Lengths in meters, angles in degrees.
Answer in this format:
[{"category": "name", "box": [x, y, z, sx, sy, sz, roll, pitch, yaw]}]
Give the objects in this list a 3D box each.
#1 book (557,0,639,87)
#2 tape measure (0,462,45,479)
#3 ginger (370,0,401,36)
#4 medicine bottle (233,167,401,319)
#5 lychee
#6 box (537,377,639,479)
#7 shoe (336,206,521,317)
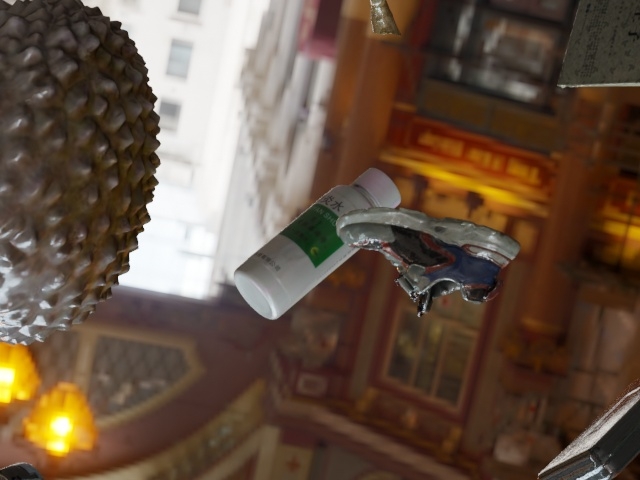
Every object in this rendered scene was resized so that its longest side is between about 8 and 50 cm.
[{"category": "book", "box": [0.295, -0.197, 1.378, 0.016, 0.138, 0.199, 23, 170, -36]}, {"category": "tape measure", "box": [-0.388, 0.337, 2.064, 0.054, 0.094, 0.091, -16, 167, -41]}, {"category": "ginger", "box": [0.075, -0.265, 1.927, 0.030, 0.048, 0.097, -27, 162, -2]}, {"category": "medicine bottle", "box": [0.000, 0.000, 2.233, 0.260, 0.095, 0.095, -39, -142, -22]}, {"category": "lychee", "box": [-0.358, -0.075, 1.777, 0.380, 0.432, 0.380, 42, 179, 1]}, {"category": "box", "box": [0.384, 0.235, 2.007, 0.230, 0.160, 0.050, -38, -94, -31]}, {"category": "shoe", "box": [0.124, 0.030, 1.922, 0.228, 0.125, 0.099, 9, 178, 20]}]
